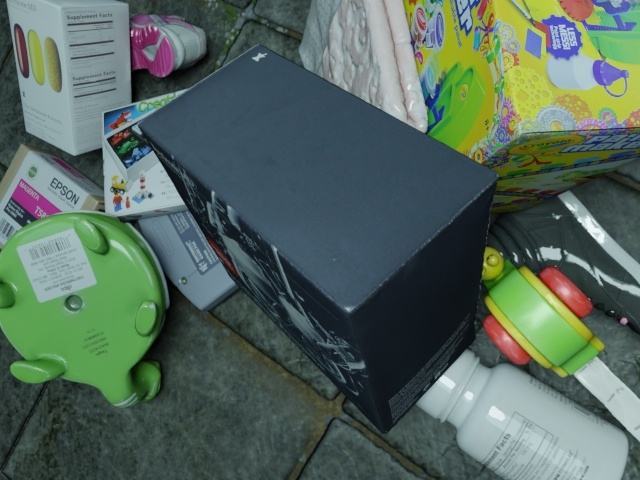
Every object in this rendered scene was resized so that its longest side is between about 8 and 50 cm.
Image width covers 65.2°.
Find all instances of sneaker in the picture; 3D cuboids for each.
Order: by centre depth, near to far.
[{"bbox_3d":[0.331,0.063,0.653,0.147,0.104,0.296,-39,67,12],"label":"sneaker"},{"bbox_3d":[-0.296,-0.361,0.920,0.252,0.111,0.103,31,132,36],"label":"sneaker"}]

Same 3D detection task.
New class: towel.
[{"bbox_3d":[0.034,-0.216,0.675,0.053,0.332,0.317,-7,79,-12],"label":"towel"}]

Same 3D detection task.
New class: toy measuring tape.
[{"bbox_3d":[0.288,0.133,0.559,0.121,0.121,0.330,-43,74,9],"label":"toy measuring tape"}]

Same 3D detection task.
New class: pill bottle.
[{"bbox_3d":[0.246,0.234,0.642,0.229,0.131,0.131,31,94,19],"label":"pill bottle"}]

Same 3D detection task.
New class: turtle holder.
[{"bbox_3d":[-0.341,0.100,0.805,0.320,0.227,0.243,41,91,-10],"label":"turtle holder"}]

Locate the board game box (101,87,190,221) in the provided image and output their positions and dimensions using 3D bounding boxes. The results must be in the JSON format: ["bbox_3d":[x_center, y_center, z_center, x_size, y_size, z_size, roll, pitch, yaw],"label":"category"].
[{"bbox_3d":[-0.224,-0.149,0.833,0.305,0.053,0.193,-8,82,18],"label":"board game box"}]

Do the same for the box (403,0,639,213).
[{"bbox_3d":[0.189,-0.197,0.531,0.176,0.279,0.290,-5,79,-11],"label":"box"}]

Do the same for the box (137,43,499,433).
[{"bbox_3d":[0.000,0.000,0.587,0.179,0.313,0.343,-39,55,-17],"label":"box"}]

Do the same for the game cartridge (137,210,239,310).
[{"bbox_3d":[-0.214,-0.038,0.872,0.196,0.060,0.294,-35,74,8],"label":"game cartridge"}]

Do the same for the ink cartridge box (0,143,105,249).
[{"bbox_3d":[-0.513,-0.043,0.955,0.234,0.088,0.193,33,96,20],"label":"ink cartridge box"}]

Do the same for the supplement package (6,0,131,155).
[{"bbox_3d":[-0.429,-0.298,0.874,0.139,0.134,0.244,25,125,20],"label":"supplement package"}]
